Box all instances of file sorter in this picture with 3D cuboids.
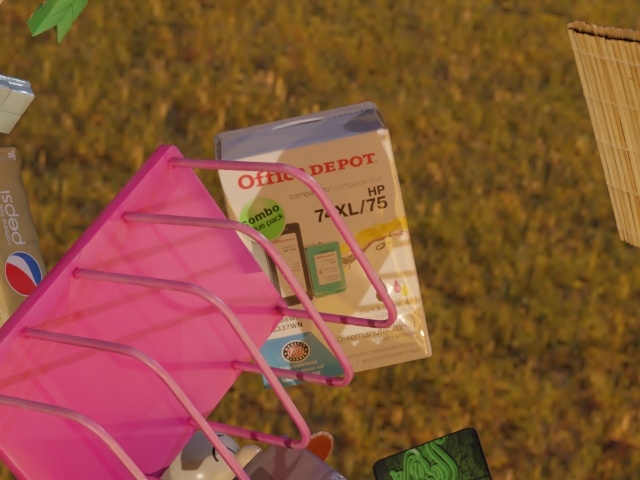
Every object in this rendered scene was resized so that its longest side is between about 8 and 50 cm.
[{"bbox_3d":[-0.104,0.094,1.430,0.182,0.202,0.290,4,47,46],"label":"file sorter"}]

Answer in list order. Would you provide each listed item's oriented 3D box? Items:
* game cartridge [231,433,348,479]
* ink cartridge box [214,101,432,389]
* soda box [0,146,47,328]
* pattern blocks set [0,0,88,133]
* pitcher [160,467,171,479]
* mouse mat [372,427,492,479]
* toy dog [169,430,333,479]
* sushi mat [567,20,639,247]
[{"bbox_3d":[-0.057,0.257,1.437,0.196,0.060,0.294,-42,9,-7],"label":"game cartridge"},{"bbox_3d":[0.000,0.000,2.045,0.198,0.270,0.197,-12,14,0],"label":"ink cartridge box"},{"bbox_3d":[-0.288,0.011,1.571,0.061,0.181,0.058,-21,-9,39],"label":"soda box"},{"bbox_3d":[-0.330,-0.167,1.286,0.325,0.285,0.026,3,47,-32],"label":"pattern blocks set"},{"bbox_3d":[-0.214,0.277,2.095,0.207,0.125,0.178,22,-1,41],"label":"pitcher"},{"bbox_3d":[0.155,0.338,2.352,0.153,0.007,0.189,-21,41,5],"label":"mouse mat"},{"bbox_3d":[0.001,0.303,1.741,0.161,0.334,0.220,-21,58,21],"label":"toy dog"},{"bbox_3d":[0.329,-0.085,1.691,0.151,0.316,0.019,14,58,30],"label":"sushi mat"}]
